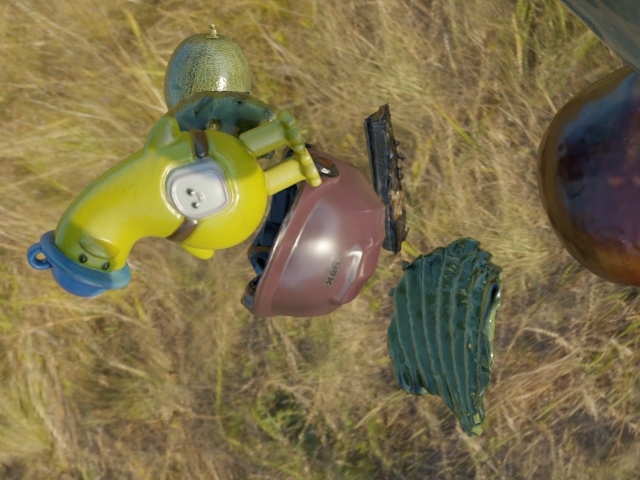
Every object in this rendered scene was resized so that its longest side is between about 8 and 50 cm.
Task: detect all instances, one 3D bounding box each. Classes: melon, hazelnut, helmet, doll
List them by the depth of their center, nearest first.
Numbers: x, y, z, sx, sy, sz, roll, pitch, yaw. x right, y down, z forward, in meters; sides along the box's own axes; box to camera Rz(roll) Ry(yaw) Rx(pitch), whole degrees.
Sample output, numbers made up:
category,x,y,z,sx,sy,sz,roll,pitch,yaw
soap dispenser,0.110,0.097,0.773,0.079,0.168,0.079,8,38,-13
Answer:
category,x,y,z,sx,sy,sz,roll,pitch,yaw
doll,-0.186,-0.050,1.028,0.362,0.145,0.199,-24,121,-2
helmet,0.000,0.000,1.338,0.197,0.338,0.271,19,107,-12
melon,-0.181,-0.254,1.371,0.139,0.139,0.192,22,117,24
hazelnut,0.563,-0.120,1.395,0.420,0.421,0.353,-11,56,25

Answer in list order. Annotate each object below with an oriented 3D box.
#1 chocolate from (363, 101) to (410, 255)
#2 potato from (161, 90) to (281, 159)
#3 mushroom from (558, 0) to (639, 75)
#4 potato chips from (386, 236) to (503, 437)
category,x,y,z,sx,sy,sz,roll,pitch,yaw
chocolate,0.138,-0.126,1.783,0.065,0.102,0.329,6,127,22
potato,-0.137,-0.148,1.170,0.225,0.090,0.117,-4,122,39
mushroom,0.199,-0.200,0.524,0.407,0.137,0.154,44,146,3
potato chips,0.263,0.188,1.742,0.373,0.097,0.389,34,120,59
